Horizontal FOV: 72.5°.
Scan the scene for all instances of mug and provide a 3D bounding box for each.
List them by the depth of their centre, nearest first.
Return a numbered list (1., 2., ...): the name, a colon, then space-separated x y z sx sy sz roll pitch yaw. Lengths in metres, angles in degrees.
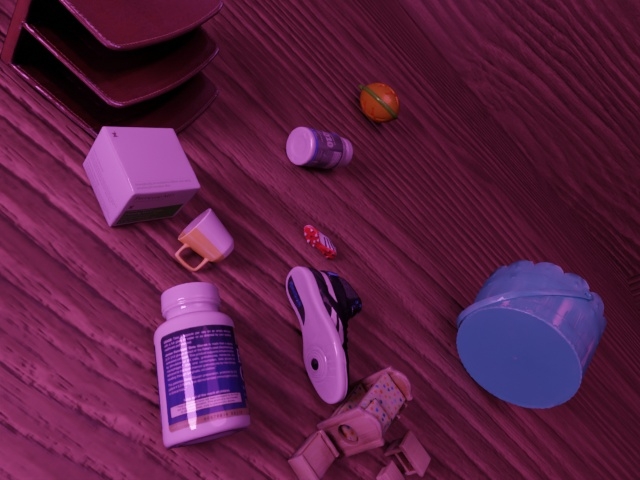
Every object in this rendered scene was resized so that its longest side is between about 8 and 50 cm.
1. mug: -0.164 0.003 0.627 0.064 0.078 0.062 48 5 -21

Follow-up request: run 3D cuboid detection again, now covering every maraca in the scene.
1. maraca: 0.161 -0.391 1.230 0.127 0.099 0.186 40 14 -26

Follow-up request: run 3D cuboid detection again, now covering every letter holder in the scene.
1. letter holder: -0.257 -0.290 0.667 0.214 0.152 0.302 44 39 -15

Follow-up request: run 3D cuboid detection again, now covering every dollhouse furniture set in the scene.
1. dollhouse furniture set: 0.081 0.299 0.604 0.161 0.101 0.182 54 37 4

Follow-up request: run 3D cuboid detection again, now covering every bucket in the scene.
1. bucket: 0.437 0.199 0.930 0.183 0.281 0.281 -33 88 -44

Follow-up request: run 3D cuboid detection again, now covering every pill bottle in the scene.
1. pill bottle: -0.141 0.139 0.505 0.094 0.094 0.169 9 57 -43
2. pill bottle: 0.002 -0.192 0.920 0.137 0.078 0.078 -4 65 -48

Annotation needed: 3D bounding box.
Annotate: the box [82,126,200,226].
1. box: -0.237 -0.086 0.581 0.101 0.087 0.102 -15 73 -50

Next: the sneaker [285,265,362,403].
1. sneaker: 0.030 0.140 0.696 0.121 0.079 0.217 6 56 -42

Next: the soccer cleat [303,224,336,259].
1. soccer cleat: 0.000 0.000 0.816 0.083 0.029 0.036 45 30 -17
